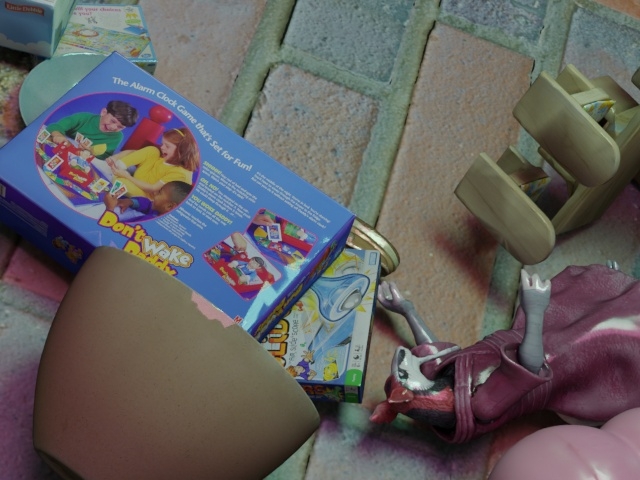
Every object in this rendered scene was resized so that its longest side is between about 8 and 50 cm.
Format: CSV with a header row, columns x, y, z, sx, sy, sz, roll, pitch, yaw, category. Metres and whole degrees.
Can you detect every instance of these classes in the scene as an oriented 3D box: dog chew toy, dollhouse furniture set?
x,y,z,sx,sy,sz,roll,pitch,yaw,category
0.336,0.268,1.721,0.332,0.206,0.206,-18,59,-19,dog chew toy
0.435,-0.132,1.973,0.256,0.394,0.362,48,37,20,dollhouse furniture set

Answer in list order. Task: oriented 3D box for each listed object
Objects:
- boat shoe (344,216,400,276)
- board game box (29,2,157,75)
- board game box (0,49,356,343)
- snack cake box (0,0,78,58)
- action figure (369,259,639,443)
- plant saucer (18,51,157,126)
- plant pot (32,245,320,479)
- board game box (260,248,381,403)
x,y,z,sx,sy,sz,roll,pitch,yaw,category
0.000,0.000,1.947,0.190,0.068,0.072,28,58,15,boat shoe
-0.290,-0.253,2.063,0.154,0.026,0.103,-1,52,-23,board game box
-0.169,-0.034,1.829,0.347,0.078,0.233,35,55,12,board game box
-0.430,-0.328,2.004,0.264,0.089,0.152,14,48,1,snack cake box
0.218,0.154,1.858,0.370,0.248,0.275,-20,101,-22,action figure
-0.266,-0.144,1.971,0.195,0.037,0.195,11,48,-12,plant saucer
-0.171,0.168,1.611,0.284,0.284,0.191,36,72,10,plant pot
-0.009,0.091,1.846,0.136,0.035,0.201,3,47,7,board game box
